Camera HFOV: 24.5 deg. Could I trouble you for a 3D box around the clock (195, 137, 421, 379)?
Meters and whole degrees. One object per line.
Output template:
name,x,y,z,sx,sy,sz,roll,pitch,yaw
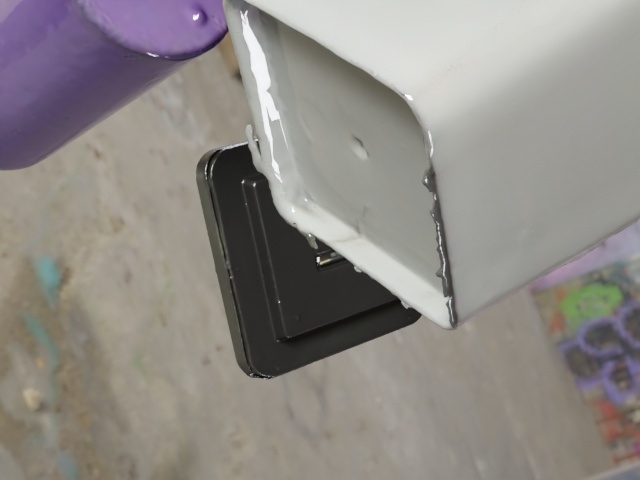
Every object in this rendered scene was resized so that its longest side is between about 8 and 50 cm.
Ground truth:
clock,0.000,0.000,1.736,0.279,0.049,0.273,-19,101,-35

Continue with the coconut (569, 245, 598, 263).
coconut,0.179,-0.142,1.422,0.329,0.329,0.329,58,18,-32

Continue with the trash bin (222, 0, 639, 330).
trash bin,0.158,-0.125,0.857,0.296,0.368,0.255,37,-29,39

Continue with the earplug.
earplug,-0.294,-0.216,1.648,0.215,0.456,0.215,15,64,-32
